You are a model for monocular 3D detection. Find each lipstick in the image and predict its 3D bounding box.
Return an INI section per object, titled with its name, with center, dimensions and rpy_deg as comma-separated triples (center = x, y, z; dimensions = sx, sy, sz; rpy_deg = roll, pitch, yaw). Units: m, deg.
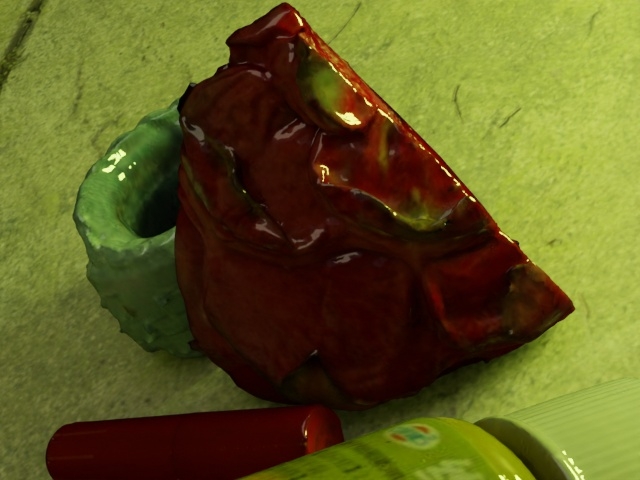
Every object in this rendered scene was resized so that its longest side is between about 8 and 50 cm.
[lipstick]
center = -0.110, 0.182, 1.564
dimensions = 0.279, 0.073, 0.073
rpy_deg = -6, 44, 33

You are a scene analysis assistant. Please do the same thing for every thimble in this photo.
[thimble]
center = -0.110, -0.018, 1.703
dimensions = 0.250, 0.172, 0.205
rpy_deg = -45, 39, -17

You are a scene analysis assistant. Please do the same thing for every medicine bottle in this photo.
[medicine bottle]
center = 0.066, 0.228, 1.150
dimensions = 0.384, 0.224, 0.224
rpy_deg = -16, 30, -24

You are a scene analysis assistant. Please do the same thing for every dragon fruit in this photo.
[dragon fruit]
center = 0.004, 0.006, 1.472
dimensions = 0.286, 0.329, 0.228
rpy_deg = -34, 42, -2
